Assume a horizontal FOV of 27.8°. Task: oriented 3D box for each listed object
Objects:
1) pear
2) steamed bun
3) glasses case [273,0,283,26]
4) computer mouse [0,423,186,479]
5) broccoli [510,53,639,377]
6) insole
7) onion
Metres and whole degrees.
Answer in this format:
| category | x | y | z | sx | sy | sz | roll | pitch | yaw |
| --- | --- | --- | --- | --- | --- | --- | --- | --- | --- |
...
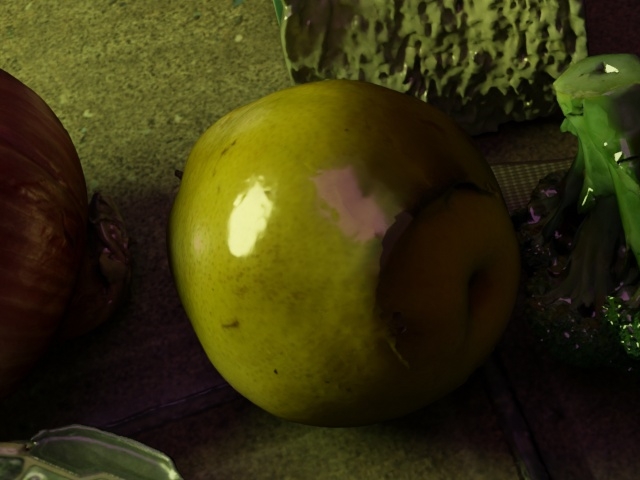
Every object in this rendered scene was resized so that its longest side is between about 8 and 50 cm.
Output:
| category | x | y | z | sx | sy | sz | roll | pitch | yaw |
| --- | --- | --- | --- | --- | --- | --- | --- | --- | --- |
| pear | -0.003 | 0.010 | 1.062 | 0.336 | 0.285 | 0.285 | -7 | 54 | 28 |
| steamed bun | 0.125 | -0.223 | 1.189 | 0.272 | 0.290 | 0.273 | 15 | 53 | 7 |
| glasses case | -0.028 | -0.320 | 1.398 | 0.039 | 0.078 | 0.184 | -4 | 56 | 7 |
| computer mouse | -0.141 | 0.280 | 1.008 | 0.389 | 0.115 | 0.199 | 23 | 54 | 15 |
| broccoli | 0.250 | -0.027 | 1.026 | 0.269 | 0.269 | 0.254 | 26 | 55 | 27 |
| insole | 0.187 | -0.046 | 1.206 | 0.253 | 0.005 | 0.086 | -12 | 55 | 6 |
| onion | -0.358 | 0.001 | 1.129 | 0.353 | 0.354 | 0.354 | -7 | 56 | 10 |
